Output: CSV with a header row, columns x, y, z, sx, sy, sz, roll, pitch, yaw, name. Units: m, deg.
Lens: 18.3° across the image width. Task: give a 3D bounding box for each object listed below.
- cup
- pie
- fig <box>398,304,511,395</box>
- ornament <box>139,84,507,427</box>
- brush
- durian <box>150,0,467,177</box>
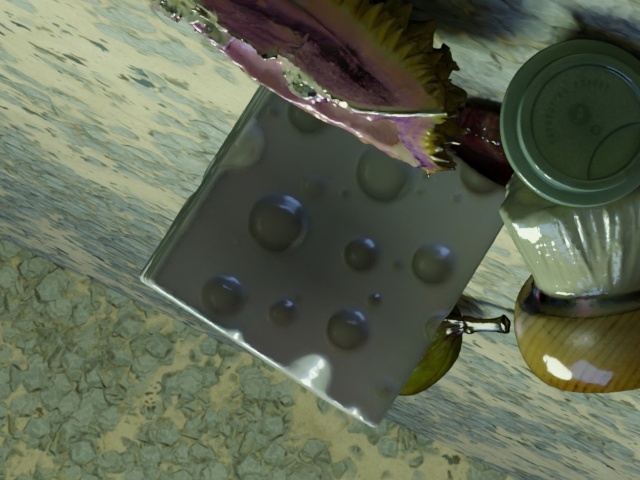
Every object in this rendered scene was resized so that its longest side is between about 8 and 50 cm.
x,y,z,sx,sy,sz,roll,pitch,yaw,name
0.187,-0.084,1.458,0.120,0.120,0.141,26,-179,0,cup
0.171,-0.071,1.726,0.154,0.036,0.154,25,169,5,pie
0.128,0.117,2.493,0.170,0.145,0.274,32,155,-34,fig
0.000,0.000,1.805,0.240,0.239,0.240,33,176,-6,ornament
0.238,0.003,1.618,0.174,0.166,0.267,-10,-165,13,brush
-0.003,-0.162,1.539,0.341,0.112,0.191,30,-179,26,durian
